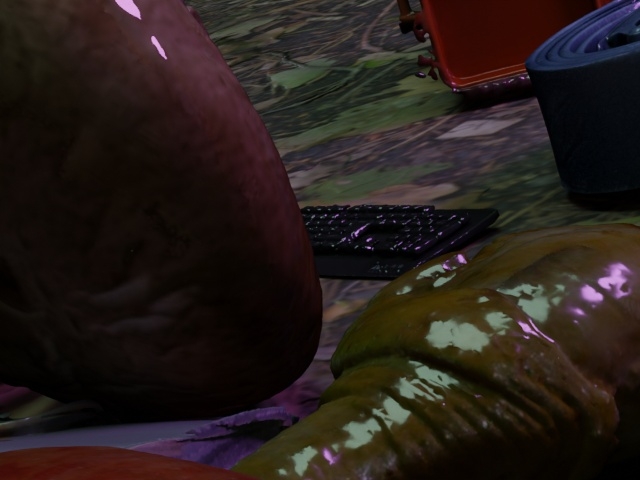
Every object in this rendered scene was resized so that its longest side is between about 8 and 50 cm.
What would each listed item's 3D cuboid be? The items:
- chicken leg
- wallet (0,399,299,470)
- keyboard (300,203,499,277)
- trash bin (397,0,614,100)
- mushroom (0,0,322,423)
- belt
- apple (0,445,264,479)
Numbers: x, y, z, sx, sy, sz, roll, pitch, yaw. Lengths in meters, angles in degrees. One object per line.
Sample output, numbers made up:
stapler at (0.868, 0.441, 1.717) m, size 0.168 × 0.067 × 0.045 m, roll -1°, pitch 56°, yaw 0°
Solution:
chicken leg at (0.033, 0.059, 0.578) m, size 0.228 × 0.088 × 0.103 m, roll -30°, pitch 29°, yaw -26°
wallet at (-0.133, 0.095, 0.630) m, size 0.231 × 0.069 × 0.170 m, roll -6°, pitch -1°, yaw 23°
keyboard at (0.000, -0.002, 0.962) m, size 0.074 × 0.015 × 0.196 m, roll -27°, pitch 18°, yaw -37°
trash bin at (0.118, -0.191, 1.278) m, size 0.184 × 0.161 × 0.238 m, roll -12°, pitch 18°, yaw 14°
mushroom at (-0.063, 0.002, 0.711) m, size 0.156 × 0.151 × 0.285 m, roll -49°, pitch -18°, yaw -20°
belt at (0.187, -0.085, 0.939) m, size 0.141 × 0.082 × 0.190 m, roll -10°, pitch 16°, yaw 34°
apple at (-0.040, 0.107, 0.342) m, size 0.146 × 0.146 × 0.131 m, roll -6°, pitch 7°, yaw 33°
